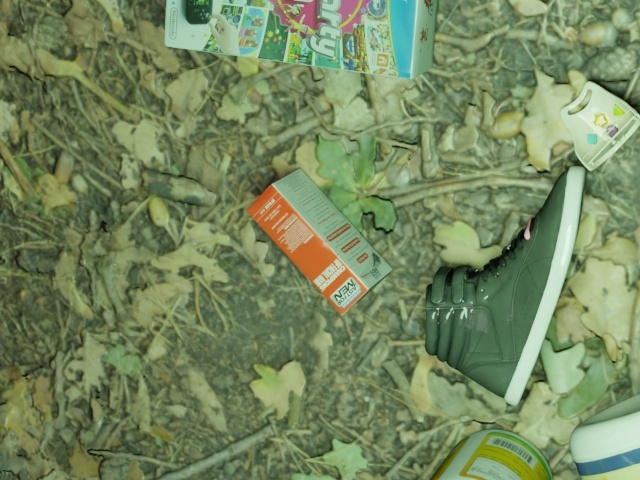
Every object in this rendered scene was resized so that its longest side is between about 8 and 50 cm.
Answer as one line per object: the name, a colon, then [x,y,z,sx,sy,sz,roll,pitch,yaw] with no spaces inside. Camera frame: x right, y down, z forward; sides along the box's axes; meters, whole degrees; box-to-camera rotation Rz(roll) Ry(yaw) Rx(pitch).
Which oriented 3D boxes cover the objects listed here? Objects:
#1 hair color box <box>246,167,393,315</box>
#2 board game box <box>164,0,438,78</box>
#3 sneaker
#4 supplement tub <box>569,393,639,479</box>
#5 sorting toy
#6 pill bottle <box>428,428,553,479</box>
hair color box: [0.000,0.000,1.858,0.167,0.093,0.053,47,115,4]
board game box: [-0.017,-0.316,1.781,0.303,0.097,0.224,9,107,17]
sneaker: [0.201,0.037,1.784,0.147,0.104,0.295,20,114,9]
supplement tub: [0.425,0.310,1.685,0.228,0.228,0.316,-24,85,24]
sorting toy: [0.305,-0.133,1.739,0.075,0.045,0.083,47,115,12]
pill bottle: [0.175,0.318,1.791,0.136,0.246,0.136,5,106,20]
